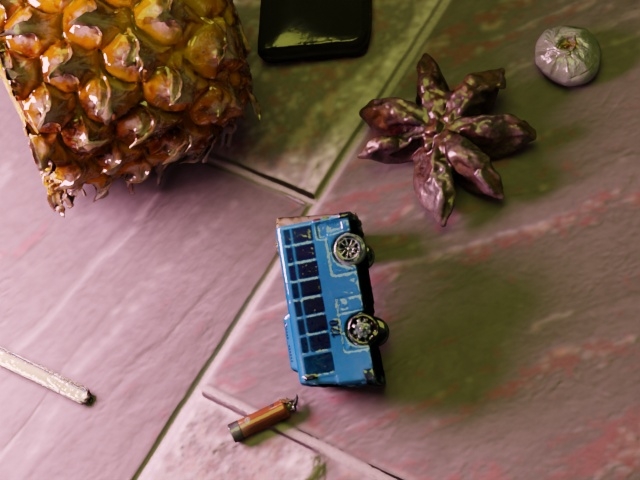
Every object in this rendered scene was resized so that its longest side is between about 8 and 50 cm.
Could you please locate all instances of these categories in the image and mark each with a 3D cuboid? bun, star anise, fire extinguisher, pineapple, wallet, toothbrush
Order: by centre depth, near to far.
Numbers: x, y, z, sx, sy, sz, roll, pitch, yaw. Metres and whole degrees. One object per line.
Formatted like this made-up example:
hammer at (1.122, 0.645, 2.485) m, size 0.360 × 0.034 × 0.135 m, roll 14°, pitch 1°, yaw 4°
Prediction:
fire extinguisher at (-0.060, 0.190, 1.503) m, size 0.083 × 0.022 × 0.028 m, roll -26°, pitch 28°, yaw -3°
star anise at (0.151, -0.132, 1.610) m, size 0.197 × 0.073 × 0.212 m, roll -44°, pitch 63°, yaw -11°
toothbrush at (-0.386, 0.129, 1.613) m, size 0.294 × 0.028 × 0.026 m, roll 23°, pitch 69°, yaw 18°
pineapple at (-0.239, -0.221, 1.616) m, size 0.300 × 0.352 × 0.352 m, roll -16°, pitch 58°, yaw -8°
bun at (0.295, -0.223, 1.645) m, size 0.083 × 0.045 × 0.083 m, roll -6°, pitch 63°, yaw 13°
wallet at (-0.006, -0.339, 1.785) m, size 0.149 × 0.044 × 0.250 m, roll -2°, pitch 60°, yaw 8°

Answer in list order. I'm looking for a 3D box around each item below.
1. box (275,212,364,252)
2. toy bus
box at (0.000, 0.000, 1.574) m, size 0.098 × 0.062 × 0.045 m, roll -6°, pitch 61°, yaw 11°
toy bus at (0.013, 0.070, 1.484) m, size 0.106 × 0.090 × 0.185 m, roll -10°, pitch 81°, yaw 7°
